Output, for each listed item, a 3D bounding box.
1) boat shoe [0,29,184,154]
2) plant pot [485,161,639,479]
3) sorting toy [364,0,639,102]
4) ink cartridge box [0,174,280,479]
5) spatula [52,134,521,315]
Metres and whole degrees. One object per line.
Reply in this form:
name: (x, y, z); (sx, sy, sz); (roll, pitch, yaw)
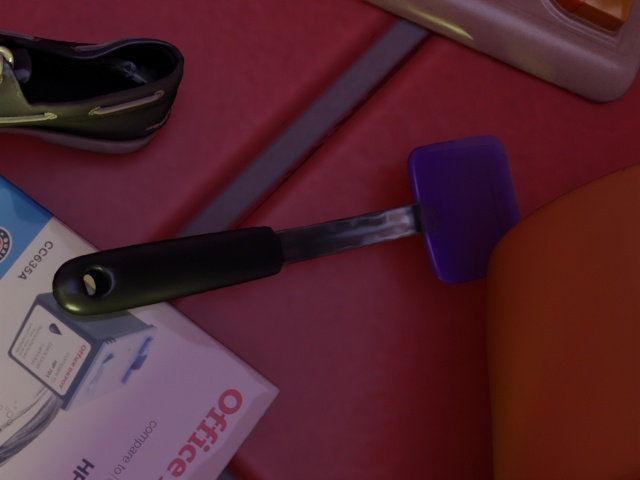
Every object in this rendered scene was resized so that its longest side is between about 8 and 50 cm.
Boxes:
boat shoe: (-0.163, -0.088, 0.551); (0.206, 0.065, 0.075); (2, 61, -37)
plant pot: (0.205, 0.078, 0.551); (0.290, 0.291, 0.204); (-9, 70, -11)
sorting toy: (0.135, -0.213, 0.674); (0.193, 0.038, 0.208); (22, 81, -8)
ink cartridge box: (-0.138, 0.075, 0.572); (0.190, 0.082, 0.140); (37, 78, -4)
spatula: (0.000, 0.000, 0.587); (0.296, 0.030, 0.084); (-12, 87, -29)
